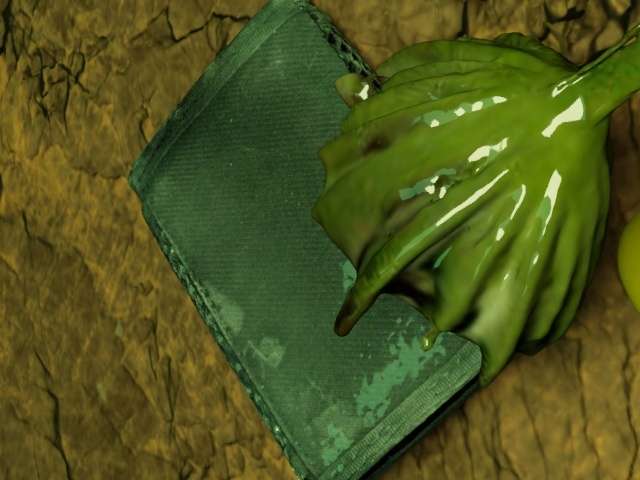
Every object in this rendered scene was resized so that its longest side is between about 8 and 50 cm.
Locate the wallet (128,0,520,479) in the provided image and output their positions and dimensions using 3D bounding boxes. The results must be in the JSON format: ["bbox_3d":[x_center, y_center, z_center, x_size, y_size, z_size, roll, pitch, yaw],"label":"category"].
[{"bbox_3d":[0.000,0.000,0.861,0.237,0.075,0.342,-48,60,25],"label":"wallet"}]

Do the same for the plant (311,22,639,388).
[{"bbox_3d":[0.106,-0.076,0.598,0.333,0.180,0.251,116,157,-61],"label":"plant"}]

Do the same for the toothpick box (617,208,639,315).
[{"bbox_3d":[0.288,-0.039,0.538,0.175,0.175,0.271,50,118,28],"label":"toothpick box"}]
